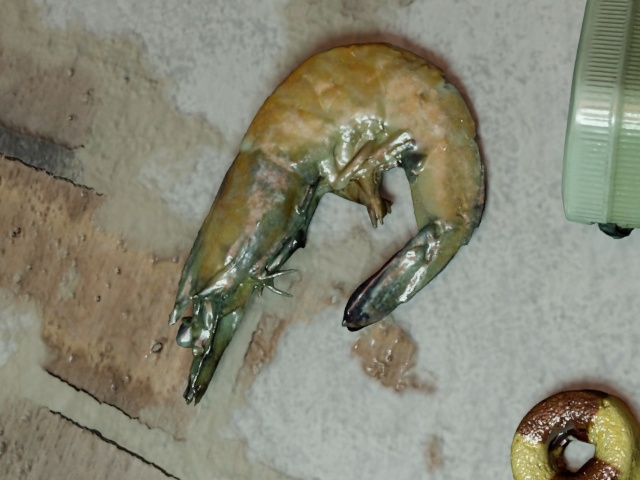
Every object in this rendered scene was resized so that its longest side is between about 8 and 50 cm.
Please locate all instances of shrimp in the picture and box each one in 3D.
[{"bbox_3d":[0.000,0.000,1.874,0.272,0.085,0.445,33,87,16],"label":"shrimp"}]

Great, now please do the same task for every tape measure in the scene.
[{"bbox_3d":[0.303,-0.127,1.739,0.115,0.207,0.235,5,43,13],"label":"tape measure"}]

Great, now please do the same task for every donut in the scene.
[{"bbox_3d":[0.253,0.211,1.756,0.140,0.059,0.140,-5,75,18],"label":"donut"}]
